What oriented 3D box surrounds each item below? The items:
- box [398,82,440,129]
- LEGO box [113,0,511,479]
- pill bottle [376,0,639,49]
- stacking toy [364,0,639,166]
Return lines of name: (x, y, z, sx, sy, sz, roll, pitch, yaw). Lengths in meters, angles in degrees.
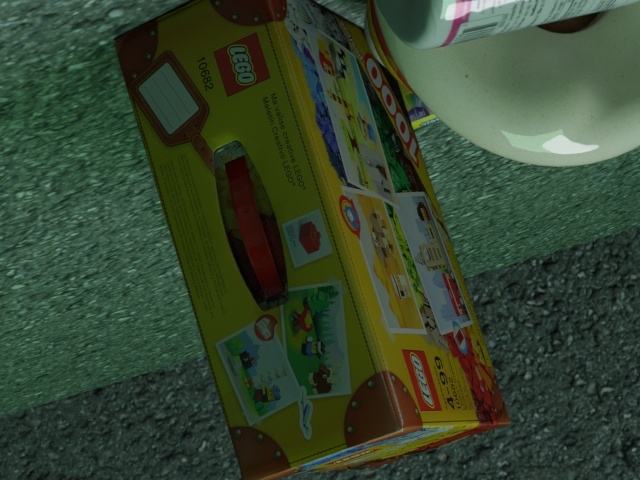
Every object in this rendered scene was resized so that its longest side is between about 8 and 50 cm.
box: (0.131, -0.199, 2.041, 0.179, 0.105, 0.043, -19, 166, 6)
LEGO box: (0.000, 0.000, 1.819, 0.193, 0.500, 0.372, -22, 167, 20)
pill bottle: (0.189, -0.261, 1.326, 0.283, 0.160, 0.160, -14, 166, -17)
stacking toy: (0.161, -0.233, 1.650, 0.350, 0.351, 0.480, -14, -179, -15)
